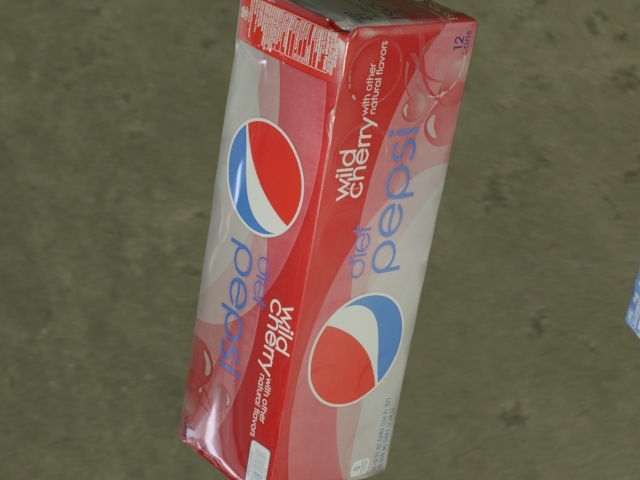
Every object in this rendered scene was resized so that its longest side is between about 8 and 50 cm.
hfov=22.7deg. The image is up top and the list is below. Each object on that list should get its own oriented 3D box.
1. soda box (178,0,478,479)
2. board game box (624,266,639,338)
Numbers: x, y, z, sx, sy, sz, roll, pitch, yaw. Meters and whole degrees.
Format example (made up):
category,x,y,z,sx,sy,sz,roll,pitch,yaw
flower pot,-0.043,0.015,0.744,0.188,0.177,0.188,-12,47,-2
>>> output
category,x,y,z,sx,sy,sz,roll,pitch,yaw
soda box,0.000,0.000,0.827,0.083,0.092,0.263,32,121,42
board game box,0.202,0.032,0.856,0.090,0.020,0.090,-124,34,-49
